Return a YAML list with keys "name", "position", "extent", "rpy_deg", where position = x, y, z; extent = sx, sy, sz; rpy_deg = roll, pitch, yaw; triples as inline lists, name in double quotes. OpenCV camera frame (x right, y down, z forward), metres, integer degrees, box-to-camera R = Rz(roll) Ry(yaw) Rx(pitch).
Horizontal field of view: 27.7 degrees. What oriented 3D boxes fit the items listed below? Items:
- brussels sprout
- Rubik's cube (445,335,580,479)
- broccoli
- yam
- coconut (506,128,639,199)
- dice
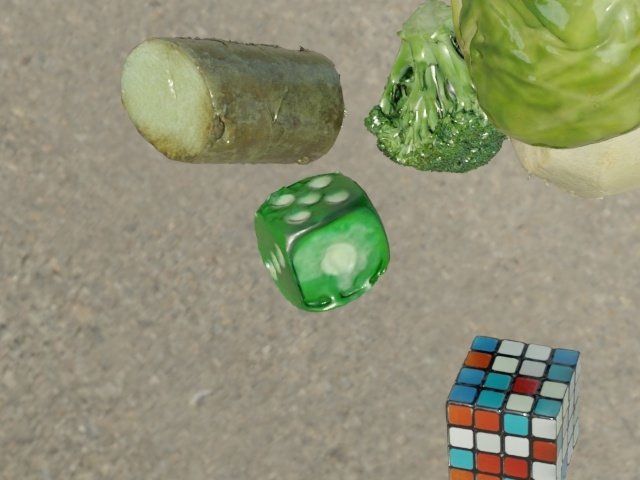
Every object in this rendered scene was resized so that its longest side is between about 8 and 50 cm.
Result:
- name: "brussels sprout"
  position: [0.193, -0.178, 1.034]
  extent: [0.161, 0.223, 0.223]
  rpy_deg: [-10, 69, -34]
- name: "Rubik's cube"
  position: [0.263, 0.240, 1.758]
  extent: [0.151, 0.155, 0.154]
  rpy_deg: [6, 35, 20]
- name: "broccoli"
  position: [0.186, -0.210, 1.828]
  extent: [0.261, 0.269, 0.242]
  rpy_deg: [-40, 126, -19]
- name: "yam"
  position: [-0.109, -0.185, 1.750]
  extent: [0.304, 0.168, 0.168]
  rpy_deg: [-4, 65, -46]
- name: "coconut"
  position: [0.339, -0.171, 1.447]
  extent: [0.247, 0.245, 0.245]
  rpy_deg: [-11, 67, -10]
- name: "dice"
  position: [0.000, 0.000, 1.569]
  extent: [0.131, 0.120, 0.128]
  rpy_deg: [-27, 123, -14]
